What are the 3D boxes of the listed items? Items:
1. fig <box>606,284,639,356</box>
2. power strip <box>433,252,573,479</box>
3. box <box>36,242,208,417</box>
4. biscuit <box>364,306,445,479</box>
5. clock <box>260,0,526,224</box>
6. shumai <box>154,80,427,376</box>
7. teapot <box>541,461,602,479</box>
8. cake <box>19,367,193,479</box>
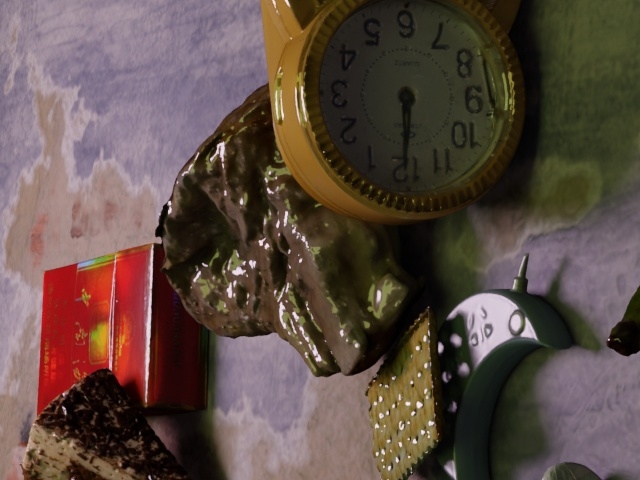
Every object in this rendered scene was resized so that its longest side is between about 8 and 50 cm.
[{"bbox_3d":[0.303,0.031,1.257,0.203,0.235,0.203,-14,75,61],"label":"fig"},{"bbox_3d":[0.157,0.111,1.647,0.137,0.044,0.216,56,130,47],"label":"power strip"},{"bbox_3d":[-0.251,0.121,2.249,0.313,0.089,0.197,-13,72,55],"label":"box"},{"bbox_3d":[0.080,0.162,1.721,0.203,0.016,0.144,120,151,-58],"label":"biscuit"},{"bbox_3d":[0.064,-0.169,1.679,0.200,0.244,0.317,157,112,-71],"label":"clock"},{"bbox_3d":[0.003,0.002,1.847,0.283,0.217,0.346,35,128,24],"label":"shumai"},{"bbox_3d":[0.213,0.235,1.527,0.083,0.064,0.064,43,134,15],"label":"teapot"},{"bbox_3d":[-0.237,0.282,2.070,0.246,0.135,0.112,49,143,21],"label":"cake"}]
